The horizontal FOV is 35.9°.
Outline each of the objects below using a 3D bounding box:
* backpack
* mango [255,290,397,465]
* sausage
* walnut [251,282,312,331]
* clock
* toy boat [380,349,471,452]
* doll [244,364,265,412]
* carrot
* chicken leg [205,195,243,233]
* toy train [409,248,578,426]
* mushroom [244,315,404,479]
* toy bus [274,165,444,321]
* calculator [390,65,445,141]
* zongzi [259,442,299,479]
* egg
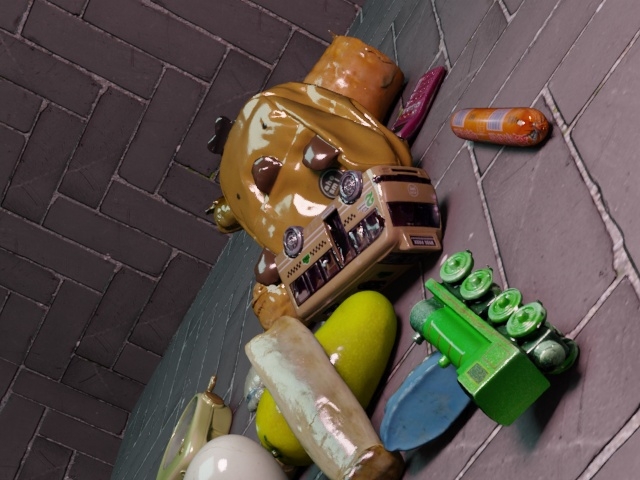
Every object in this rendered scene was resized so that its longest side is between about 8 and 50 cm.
[{"bbox_3d":[-0.030,-0.104,1.795,0.201,0.378,0.353,-10,-53,-59],"label":"backpack"},{"bbox_3d":[0.017,0.203,1.472,0.293,0.143,0.175,-55,9,-9],"label":"mango"},{"bbox_3d":[0.251,-0.166,1.429,0.053,0.053,0.348,-63,12,2],"label":"sausage"},{"bbox_3d":[-0.067,0.121,2.003,0.180,0.144,0.144,-39,26,46],"label":"walnut"},{"bbox_3d":[-0.287,0.463,2.316,0.235,0.096,0.308,-57,14,36],"label":"clock"},{"bbox_3d":[0.127,0.188,1.172,0.185,0.075,0.077,-55,-3,28],"label":"toy boat"},{"bbox_3d":[-0.119,0.288,2.016,0.103,0.072,0.214,-60,9,11],"label":"doll"},{"bbox_3d":[0.028,-0.262,2.193,0.340,0.224,0.224,-61,12,-4],"label":"carrot"},{"bbox_3d":[-0.073,-0.123,2.040,0.429,0.201,0.152,-31,64,32],"label":"chicken leg"},{"bbox_3d":[0.170,0.097,1.043,0.119,0.085,0.251,-45,22,-1],"label":"toy train"},{"bbox_3d":[0.003,0.226,1.317,0.100,0.081,0.312,-35,48,-5],"label":"mushroom"},{"bbox_3d":[0.062,0.008,1.557,0.289,0.139,0.157,-42,58,40],"label":"toy bus"},{"bbox_3d":[0.186,-0.255,1.957,0.190,0.034,0.127,-60,10,-9],"label":"calculator"},{"bbox_3d":[-0.075,0.368,1.675,0.160,0.079,0.176,-60,2,18],"label":"zongzi"},{"bbox_3d":[-0.115,0.400,1.401,0.183,0.183,0.264,-115,17,-75],"label":"egg"}]
